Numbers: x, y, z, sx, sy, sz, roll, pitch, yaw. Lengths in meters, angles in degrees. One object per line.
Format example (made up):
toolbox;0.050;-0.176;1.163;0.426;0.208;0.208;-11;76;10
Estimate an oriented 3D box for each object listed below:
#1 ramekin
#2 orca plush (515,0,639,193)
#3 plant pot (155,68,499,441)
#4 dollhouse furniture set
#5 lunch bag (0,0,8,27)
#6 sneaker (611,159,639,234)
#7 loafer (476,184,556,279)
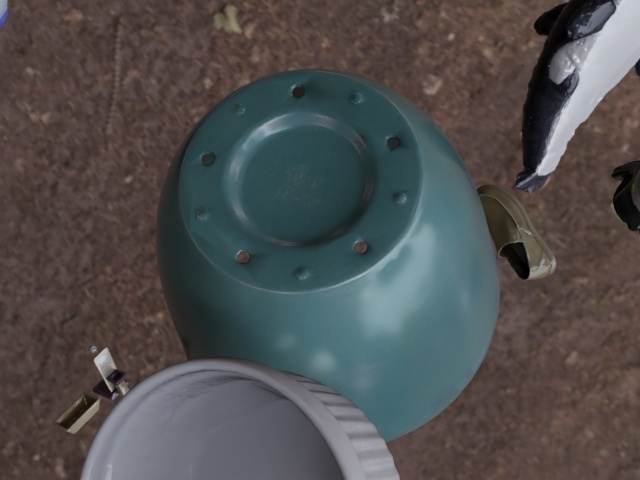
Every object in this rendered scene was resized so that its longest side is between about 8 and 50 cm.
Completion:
ramekin;-0.044;0.178;0.780;0.207;0.207;0.109;-58;155;11
orca plush;0.265;-0.193;1.252;0.151;0.102;0.287;-6;128;-34
plant pot;0.000;0.000;0.977;0.293;0.293;0.235;-35;158;-8
dollhouse furniture set;-0.299;0.198;1.590;0.114;0.091;0.081;-46;134;-32
lunch bag;-0.485;-0.342;1.253;0.385;0.239;0.328;-26;136;-44
sneaker;0.253;-0.043;0.899;0.074;0.170;0.063;-25;95;21
loafer;0.248;-0.009;1.579;0.050;0.148;0.056;-33;169;-40
